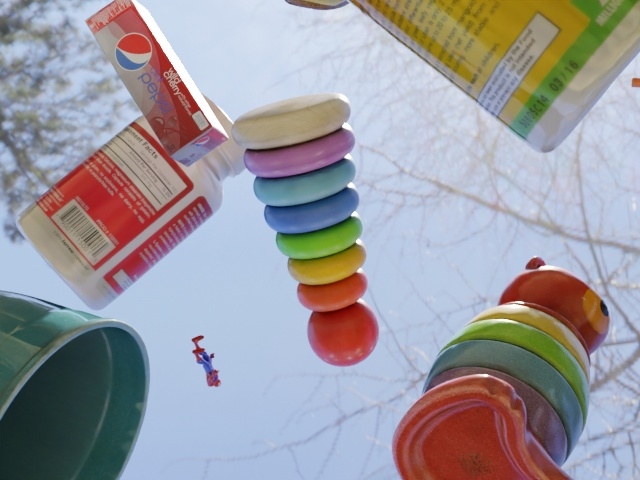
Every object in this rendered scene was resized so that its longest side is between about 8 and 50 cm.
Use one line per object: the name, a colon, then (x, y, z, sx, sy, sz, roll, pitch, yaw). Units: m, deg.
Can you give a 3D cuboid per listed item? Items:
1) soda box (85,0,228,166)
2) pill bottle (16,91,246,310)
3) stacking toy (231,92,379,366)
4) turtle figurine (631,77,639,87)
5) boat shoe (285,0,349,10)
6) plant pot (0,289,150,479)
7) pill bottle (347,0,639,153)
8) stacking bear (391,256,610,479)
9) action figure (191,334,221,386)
soda box: (-0.251, -0.247, 1.461, 0.083, 0.092, 0.263, -34, -101, 6)
pill bottle: (-0.329, -0.082, 1.737, 0.407, 0.229, 0.229, -41, -134, -11)
stacking toy: (0.000, 0.000, 1.125, 0.141, 0.331, 0.141, -13, -164, 4)
turtle figurine: (0.440, -0.125, 0.986, 0.269, 0.217, 0.087, 33, -90, 21)
boat shoe: (0.015, -0.371, 1.221, 0.095, 0.095, 0.257, 12, -149, 11)
plant pot: (-0.356, 0.165, 0.965, 0.255, 0.272, 0.272, 20, -120, 21)
pill bottle: (0.079, -0.176, 0.547, 0.245, 0.136, 0.136, 40, -110, 7)
stacking bear: (0.198, 0.129, 0.924, 0.164, 0.175, 0.289, -24, -163, 42)
action figure: (-0.170, 0.190, 1.439, 0.030, 0.115, 0.038, -14, -131, -3)
